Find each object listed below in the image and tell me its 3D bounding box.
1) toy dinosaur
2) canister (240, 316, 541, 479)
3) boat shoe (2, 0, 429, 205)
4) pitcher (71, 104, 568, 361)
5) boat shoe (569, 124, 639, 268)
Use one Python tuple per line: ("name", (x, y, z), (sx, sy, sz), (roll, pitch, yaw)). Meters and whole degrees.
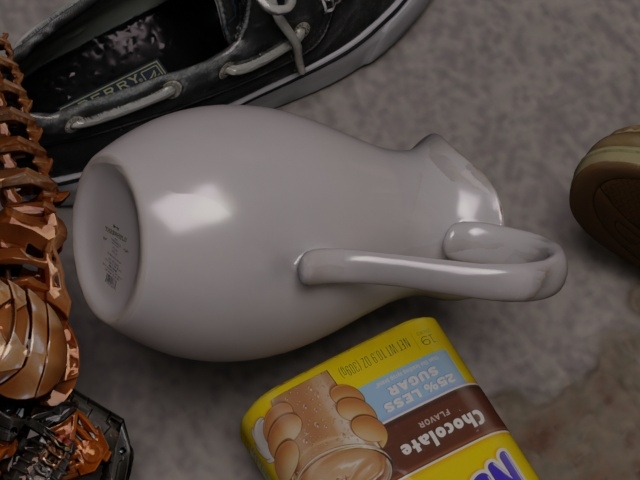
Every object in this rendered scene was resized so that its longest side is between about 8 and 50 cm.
("toy dinosaur", (-0.196, 0.064, 0.961), (0.218, 0.164, 0.322), (10, 57, -10))
("canister", (0.050, 0.136, 0.969), (0.126, 0.073, 0.170), (-26, 67, -16))
("boat shoe", (-0.050, -0.136, 1.076), (0.306, 0.105, 0.113), (-28, 69, -15))
("pitcher", (0.000, 0.000, 0.949), (0.207, 0.177, 0.126), (-3, 103, -30))
("boat shoe", (0.272, -0.020, 1.048), (0.285, 0.104, 0.089), (12, 59, -8))
